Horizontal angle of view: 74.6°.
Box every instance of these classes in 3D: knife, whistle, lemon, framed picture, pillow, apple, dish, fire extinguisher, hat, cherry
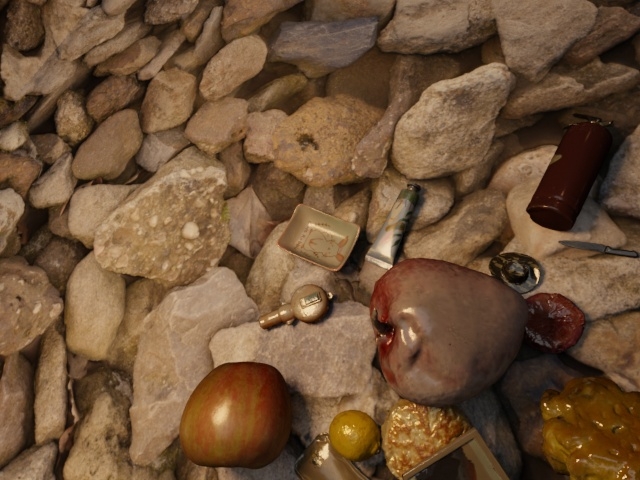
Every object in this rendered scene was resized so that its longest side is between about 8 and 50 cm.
[{"bbox_3d":[0.677,0.018,1.027,0.170,0.010,0.023,11,72,22],"label":"knife"},{"bbox_3d":[-0.068,0.187,1.154,0.219,0.057,0.107,-23,64,9],"label":"whistle"},{"bbox_3d":[0.080,0.449,0.968,0.133,0.109,0.109,21,75,36],"label":"lemon"},{"bbox_3d":[0.317,0.553,0.861,0.192,0.018,0.266,-34,81,2],"label":"framed picture"},{"bbox_3d":[0.043,0.563,0.973,0.130,0.033,0.217,-45,63,-5],"label":"pillow"},{"bbox_3d":[-0.192,0.407,0.989,0.256,0.257,0.234,0,65,17],"label":"apple"},{"bbox_3d":[0.000,0.000,1.201,0.212,0.077,0.151,22,74,24],"label":"dish"},{"bbox_3d":[0.641,-0.193,1.073,0.135,0.114,0.338,19,73,51],"label":"fire extinguisher"},{"bbox_3d":[0.480,0.072,1.040,0.121,0.050,0.121,-8,65,17],"label":"hat"},{"bbox_3d":[0.265,0.199,0.918,0.334,0.292,0.327,16,50,8],"label":"cherry"}]

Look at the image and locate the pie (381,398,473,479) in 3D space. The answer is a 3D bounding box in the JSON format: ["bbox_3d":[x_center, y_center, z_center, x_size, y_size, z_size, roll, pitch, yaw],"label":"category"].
[{"bbox_3d":[0.238,0.443,0.936,0.204,0.084,0.179,-6,75,9],"label":"pie"}]

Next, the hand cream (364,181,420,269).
[{"bbox_3d":[0.214,-0.043,1.175,0.088,0.055,0.256,22,82,28],"label":"hand cream"}]

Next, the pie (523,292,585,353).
[{"bbox_3d":[0.535,0.188,0.981,0.153,0.038,0.154,-6,65,13],"label":"pie"}]

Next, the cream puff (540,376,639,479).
[{"bbox_3d":[0.543,0.388,0.804,0.243,0.244,0.196,-19,100,8],"label":"cream puff"}]
